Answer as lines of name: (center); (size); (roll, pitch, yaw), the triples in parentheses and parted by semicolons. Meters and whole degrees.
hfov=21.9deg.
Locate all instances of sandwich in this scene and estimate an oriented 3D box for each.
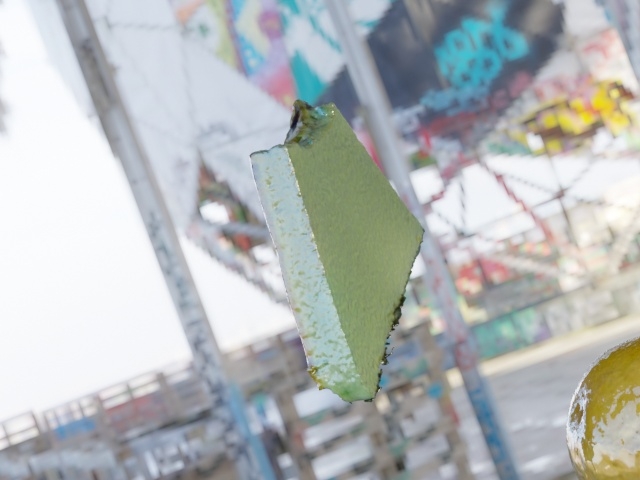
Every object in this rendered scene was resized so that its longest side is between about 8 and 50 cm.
sandwich: (0.000, 0.000, 1.542); (0.063, 0.212, 0.245); (-21, 31, 30)

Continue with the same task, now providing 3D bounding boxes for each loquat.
loquat: (0.343, 0.191, 1.615); (0.208, 0.208, 0.208); (-21, -2, -1)
